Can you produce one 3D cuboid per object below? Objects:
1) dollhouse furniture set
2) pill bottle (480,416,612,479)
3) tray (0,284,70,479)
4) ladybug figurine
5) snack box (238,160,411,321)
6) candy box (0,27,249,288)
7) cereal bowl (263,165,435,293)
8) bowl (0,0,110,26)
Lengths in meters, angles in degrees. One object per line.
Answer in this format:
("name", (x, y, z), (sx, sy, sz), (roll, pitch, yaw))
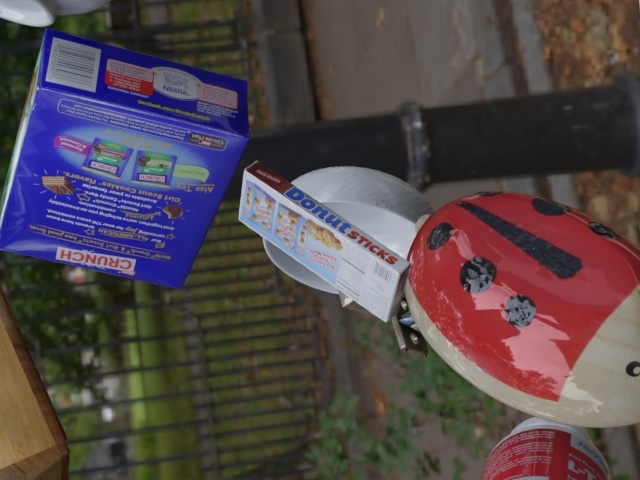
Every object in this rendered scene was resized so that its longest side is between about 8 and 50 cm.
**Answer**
("dollhouse furniture set", (0.136, 0.082, 1.777), (0.129, 0.183, 0.129), (-34, 56, 30))
("pill bottle", (0.372, 0.447, 1.948), (0.408, 0.229, 0.229), (-47, -45, -71))
("tray", (-0.339, 0.185, 1.265), (0.203, 0.076, 0.411), (63, 161, 13))
("ladybug figurine", (0.296, 0.066, 1.579), (0.449, 0.305, 0.162), (31, 150, 32))
("snack box", (0.000, 0.000, 1.044), (0.178, 0.022, 0.064), (34, 139, 22))
("candy box", (-0.265, -0.095, 1.538), (0.317, 0.268, 0.122), (120, 156, -43))
("cereal bowl", (0.066, -0.035, 2.223), (0.339, 0.339, 0.141), (101, 178, -59))
("bowl", (-0.346, -0.334, 1.326), (0.298, 0.297, 0.134), (142, 148, -78))
